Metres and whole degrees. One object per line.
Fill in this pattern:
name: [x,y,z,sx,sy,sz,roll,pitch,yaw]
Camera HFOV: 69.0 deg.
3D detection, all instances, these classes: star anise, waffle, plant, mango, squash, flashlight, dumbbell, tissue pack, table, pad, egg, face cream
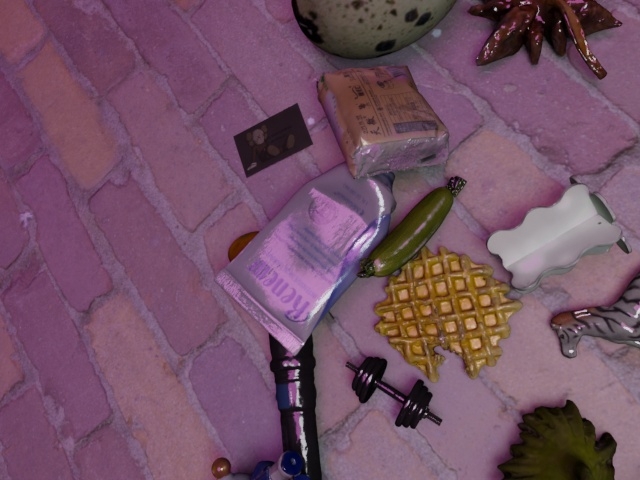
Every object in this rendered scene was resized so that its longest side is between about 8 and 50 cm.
star anise: [0.462,-0.486,0.975,0.292,0.109,0.350,-3,77,22]
waffle: [0.246,0.142,0.924,0.261,0.056,0.250,36,89,26]
plant: [0.403,0.361,0.688,0.180,0.333,0.251,21,72,6]
mango: [-0.140,0.031,1.058,0.163,0.089,0.111,28,88,29]
squash: [0.186,-0.015,0.940,0.318,0.080,0.071,-42,87,-21]
flashlight: [-0.043,0.356,0.946,0.103,0.103,0.425,-11,75,15]
dumbbell: [0.138,0.293,0.900,0.208,0.099,0.099,27,87,22]
tissue pack: [0.125,-0.255,0.955,0.214,0.123,0.257,-11,50,-11]
table: [0.420,0.004,0.853,0.198,0.166,0.167,-34,69,16]
pad: [-0.121,-0.251,1.163,0.190,0.004,0.127,-24,71,11]
egg: [0.123,-0.550,1.006,0.378,0.288,0.288,-12,73,-1]
face cream: [0.000,0.000,0.970,0.234,0.137,0.420,40,83,12]

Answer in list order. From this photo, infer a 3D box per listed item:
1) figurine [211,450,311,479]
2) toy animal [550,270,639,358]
figurine: [-0.126,0.482,0.882,0.193,0.133,0.275,36,108,30]
toy animal: [0.555,0.151,0.807,0.255,0.090,0.170,-31,66,6]
